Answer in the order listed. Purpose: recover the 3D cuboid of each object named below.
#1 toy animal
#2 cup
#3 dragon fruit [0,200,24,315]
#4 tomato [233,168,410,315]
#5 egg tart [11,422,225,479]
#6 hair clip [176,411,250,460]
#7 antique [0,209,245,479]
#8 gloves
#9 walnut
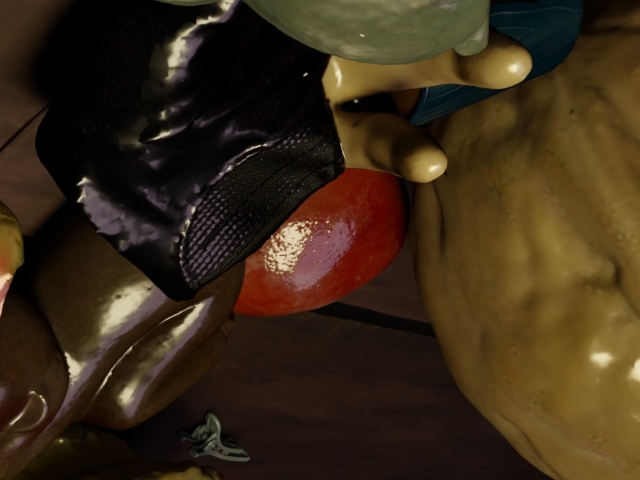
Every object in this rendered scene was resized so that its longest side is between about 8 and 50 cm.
[{"bbox_3d":[-0.033,-0.131,0.658,0.236,0.108,0.138,-9,109,-9],"label":"toy animal"},{"bbox_3d":[0.079,-0.143,0.925,0.138,0.113,0.150,-23,157,-35],"label":"cup"},{"bbox_3d":[-0.249,0.054,0.703,0.224,0.224,0.227,-45,138,20],"label":"dragon fruit"},{"bbox_3d":[-0.003,0.005,1.150,0.174,0.082,0.166,-38,160,-1],"label":"tomato"},{"bbox_3d":[-0.233,0.254,1.244,0.345,0.132,0.345,-32,158,-14],"label":"egg tart"},{"bbox_3d":[-0.092,0.185,1.459,0.039,0.030,0.115,-40,159,5],"label":"hair clip"},{"bbox_3d":[-0.155,0.048,0.961,0.257,0.121,0.143,-24,149,-30],"label":"antique"},{"bbox_3d":[-0.012,-0.103,0.800,0.301,0.152,0.197,-23,139,18],"label":"gloves"},{"bbox_3d":[0.239,-0.007,1.118,0.381,0.381,0.381,-31,158,-14],"label":"walnut"}]
